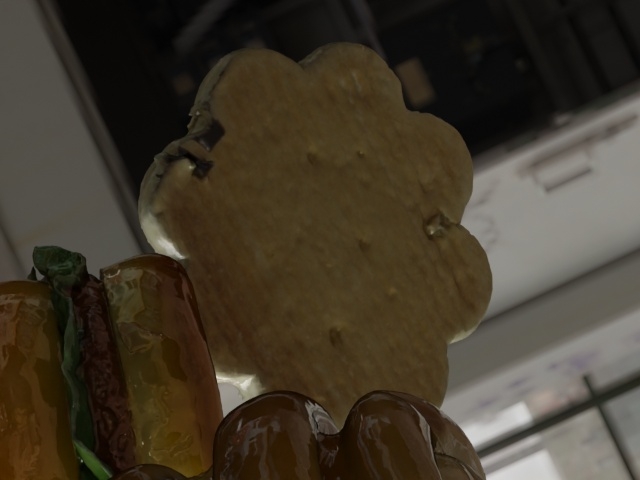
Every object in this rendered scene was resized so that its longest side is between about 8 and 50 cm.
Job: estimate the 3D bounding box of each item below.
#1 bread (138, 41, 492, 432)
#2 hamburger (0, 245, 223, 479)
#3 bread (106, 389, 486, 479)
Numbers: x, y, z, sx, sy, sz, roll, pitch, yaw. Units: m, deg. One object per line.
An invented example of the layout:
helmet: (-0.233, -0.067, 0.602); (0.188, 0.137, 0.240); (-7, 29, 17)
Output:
bread: (0.000, 0.000, 1.363); (0.054, 0.316, 0.316); (-15, 104, 51)
hamburger: (-0.138, 0.123, 0.990); (0.246, 0.170, 0.246); (171, 90, -82)
bread: (-0.079, 0.159, 0.644); (0.121, 0.311, 0.173); (56, -176, -1)
